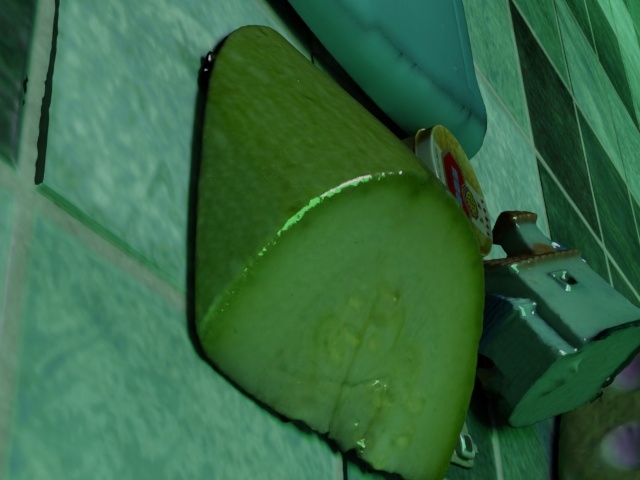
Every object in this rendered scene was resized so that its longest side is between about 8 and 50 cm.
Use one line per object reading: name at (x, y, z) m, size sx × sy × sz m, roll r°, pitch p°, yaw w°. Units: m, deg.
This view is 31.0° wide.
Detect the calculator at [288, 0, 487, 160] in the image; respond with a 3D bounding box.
calculator at (0.023, -0.223, 0.845) m, size 0.386 × 0.054 × 0.256 m, roll 35°, pitch 41°, yaw -48°

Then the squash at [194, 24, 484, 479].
squash at (0.000, 0.000, 0.662) m, size 0.237 × 0.155 × 0.204 m, roll 40°, pitch 75°, yaw -49°

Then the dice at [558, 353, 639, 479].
dice at (0.362, 0.224, 0.991) m, size 0.252 × 0.249 × 0.254 m, roll 62°, pitch 25°, yaw -20°

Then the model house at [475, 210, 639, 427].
model house at (0.158, 0.051, 0.886) m, size 0.148 × 0.119 × 0.149 m, roll -6°, pitch 51°, yaw -43°

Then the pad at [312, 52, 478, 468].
pad at (0.052, 0.015, 0.778) m, size 0.159 × 0.009 × 0.265 m, roll 30°, pitch 46°, yaw -56°

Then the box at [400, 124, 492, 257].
box at (0.088, -0.031, 0.840) m, size 0.105 × 0.037 × 0.106 m, roll 48°, pitch 31°, yaw -42°
